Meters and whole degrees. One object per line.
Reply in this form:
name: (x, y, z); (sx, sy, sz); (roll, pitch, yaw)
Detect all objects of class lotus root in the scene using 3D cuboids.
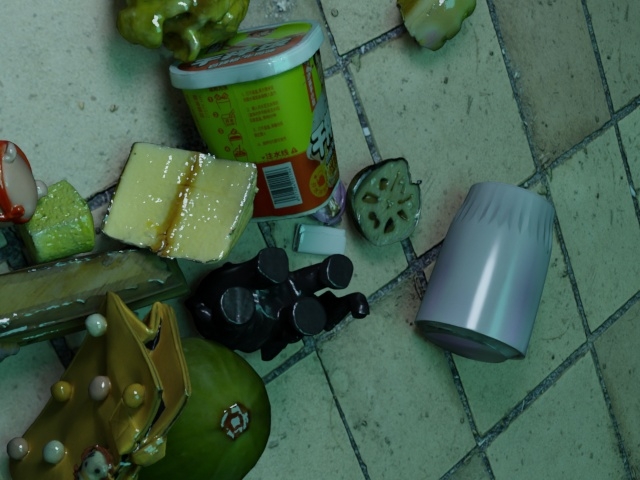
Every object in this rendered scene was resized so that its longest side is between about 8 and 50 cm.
lotus root: (0.124, -0.085, 2.166); (0.203, 0.078, 0.183); (-14, 107, -38)

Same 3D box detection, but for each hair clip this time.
hair clip: (-0.035, -0.177, 2.046); (0.110, 0.095, 0.359); (-77, 152, -57)

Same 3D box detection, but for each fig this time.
fig: (-0.220, 0.314, 1.781); (0.316, 0.316, 0.316); (-4, 97, -38)

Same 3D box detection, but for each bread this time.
bread: (-0.243, -0.061, 1.741); (0.178, 0.240, 0.135); (-69, 171, -58)
bread: (0.269, -0.520, 2.189); (0.158, 0.156, 0.261); (34, 74, -33)
bread: (-0.442, -0.024, 1.701); (0.114, 0.129, 0.111); (-21, 138, -25)

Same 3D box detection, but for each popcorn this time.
popcorn: (-0.229, -0.437, 1.762); (0.250, 0.235, 0.242); (0, 108, -33)

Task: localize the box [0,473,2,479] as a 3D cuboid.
box: (-0.574, 0.300, 1.589); (0.062, 0.175, 0.261); (-19, 105, -34)

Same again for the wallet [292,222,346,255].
wallet: (0.000, 0.000, 2.106); (0.122, 0.025, 0.061); (7, 93, -38)

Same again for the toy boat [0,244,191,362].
toy boat: (-0.413, 0.104, 1.714); (0.445, 0.162, 0.136); (-15, 69, -36)

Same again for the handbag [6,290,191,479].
handbag: (-0.354, 0.300, 1.611); (0.133, 0.283, 0.401); (21, 113, -37)

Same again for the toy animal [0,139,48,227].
toy animal: (-0.534, -0.069, 1.587); (0.197, 0.171, 0.171); (-45, 119, -18)

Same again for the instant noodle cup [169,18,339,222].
instant noodle cup: (-0.099, -0.212, 1.860); (0.294, 0.294, 0.308); (-31, 119, -32)

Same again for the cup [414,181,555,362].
cup: (0.378, 0.074, 2.269); (0.253, 0.253, 0.372); (28, 76, -36)

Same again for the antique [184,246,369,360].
antique: (-0.095, 0.118, 1.906); (0.322, 0.255, 0.185); (6, 69, -27)
